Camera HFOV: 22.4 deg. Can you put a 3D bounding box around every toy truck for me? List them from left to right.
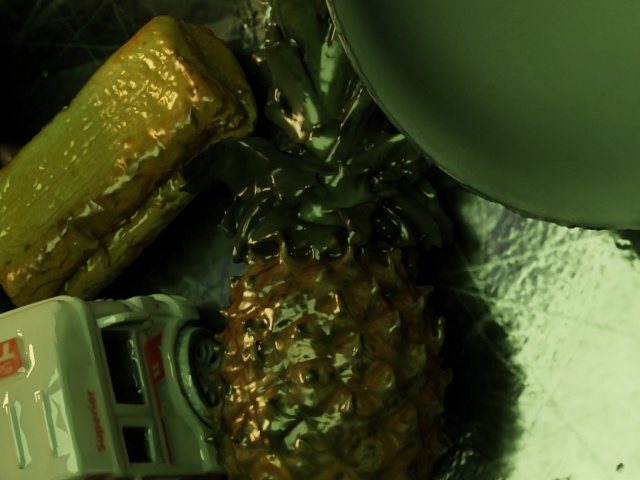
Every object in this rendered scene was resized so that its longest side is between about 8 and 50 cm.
[{"bbox_3d":[-0.134,0.223,0.959,0.173,0.207,0.388,-21,74,21],"label":"toy truck"}]

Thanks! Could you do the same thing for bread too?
[{"bbox_3d":[-0.133,-0.047,1.059,0.211,0.083,0.114,-43,47,16],"label":"bread"}]

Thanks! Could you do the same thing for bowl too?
[{"bbox_3d":[0.142,-0.188,0.886,0.346,0.345,0.157,-63,19,5],"label":"bowl"}]

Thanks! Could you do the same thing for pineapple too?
[{"bbox_3d":[0.000,0.000,0.961,0.170,0.141,0.310,4,78,-11],"label":"pineapple"}]
